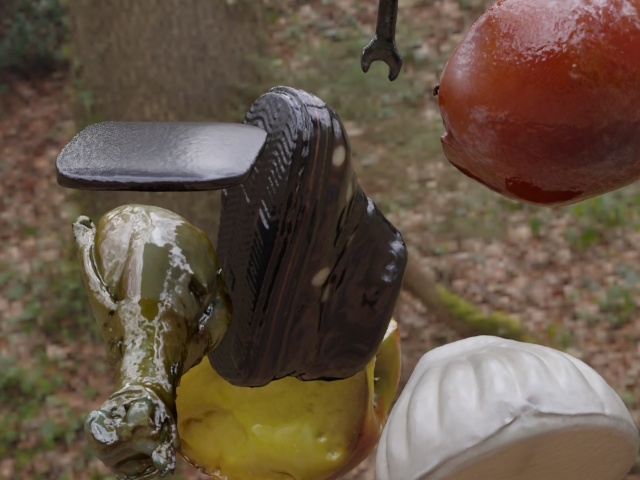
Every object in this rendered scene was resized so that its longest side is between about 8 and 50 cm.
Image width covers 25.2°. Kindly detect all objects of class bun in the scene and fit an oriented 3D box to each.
[{"bbox_3d":[0.162,0.176,1.399,0.263,0.175,0.263,-13,-33,-9],"label":"bun"}]

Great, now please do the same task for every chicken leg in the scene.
[{"bbox_3d":[-0.191,0.107,1.557,0.152,0.201,0.429,-39,28,23],"label":"chicken leg"}]

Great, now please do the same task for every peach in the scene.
[{"bbox_3d":[-0.073,0.205,2.117,0.380,0.306,0.242,14,19,17],"label":"peach"}]

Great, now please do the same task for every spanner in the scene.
[{"bbox_3d":[0.084,-0.319,1.715,0.054,0.254,0.015,6,15,3],"label":"spanner"}]

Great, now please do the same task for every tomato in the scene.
[{"bbox_3d":[0.207,-0.109,1.134,0.199,0.228,0.112,32,22,-39],"label":"tomato"}]

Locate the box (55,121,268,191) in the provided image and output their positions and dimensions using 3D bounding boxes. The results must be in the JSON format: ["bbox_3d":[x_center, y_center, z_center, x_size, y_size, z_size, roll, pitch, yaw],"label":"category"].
[{"bbox_3d":[-0.160,-0.086,1.479,0.201,0.042,0.212,3,20,3],"label":"box"}]

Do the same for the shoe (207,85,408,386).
[{"bbox_3d":[0.000,0.000,1.770,0.237,0.384,0.171,-3,23,-34],"label":"shoe"}]
